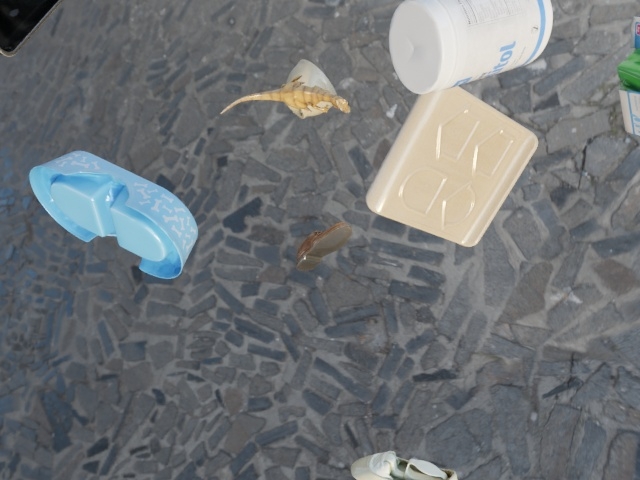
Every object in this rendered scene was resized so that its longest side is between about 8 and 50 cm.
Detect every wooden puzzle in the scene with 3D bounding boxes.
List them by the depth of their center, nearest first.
[{"bbox_3d":[0.306,-0.174,1.200,0.322,0.347,0.080,-63,29,16],"label":"wooden puzzle"}]

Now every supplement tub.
[{"bbox_3d":[0.115,-0.159,0.389,0.107,0.071,0.071,-22,63,-18],"label":"supplement tub"}]

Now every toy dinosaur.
[{"bbox_3d":[-0.053,-0.249,0.861,0.211,0.112,0.064,1,107,8],"label":"toy dinosaur"}]

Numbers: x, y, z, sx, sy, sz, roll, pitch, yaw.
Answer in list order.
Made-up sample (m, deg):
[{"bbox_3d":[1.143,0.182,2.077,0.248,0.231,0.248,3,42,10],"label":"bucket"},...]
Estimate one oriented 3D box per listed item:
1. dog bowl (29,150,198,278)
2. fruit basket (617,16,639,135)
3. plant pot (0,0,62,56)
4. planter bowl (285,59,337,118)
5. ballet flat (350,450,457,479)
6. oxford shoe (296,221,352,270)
[{"bbox_3d":[-0.337,-0.049,0.844,0.297,0.166,0.074,24,51,10],"label":"dog bowl"},{"bbox_3d":[0.749,-0.249,0.962,0.165,0.327,0.353,-39,43,6],"label":"fruit basket"},{"bbox_3d":[-0.444,-0.362,0.615,0.166,0.188,0.188,12,64,25],"label":"plant pot"},{"bbox_3d":[-0.044,-0.430,1.486,0.109,0.162,0.162,-45,60,-9],"label":"planter bowl"},{"bbox_3d":[0.178,0.499,1.093,0.248,0.086,0.086,4,79,28],"label":"ballet flat"},{"bbox_3d":[0.000,0.000,1.319,0.212,0.076,0.076,-37,49,40],"label":"oxford shoe"}]
